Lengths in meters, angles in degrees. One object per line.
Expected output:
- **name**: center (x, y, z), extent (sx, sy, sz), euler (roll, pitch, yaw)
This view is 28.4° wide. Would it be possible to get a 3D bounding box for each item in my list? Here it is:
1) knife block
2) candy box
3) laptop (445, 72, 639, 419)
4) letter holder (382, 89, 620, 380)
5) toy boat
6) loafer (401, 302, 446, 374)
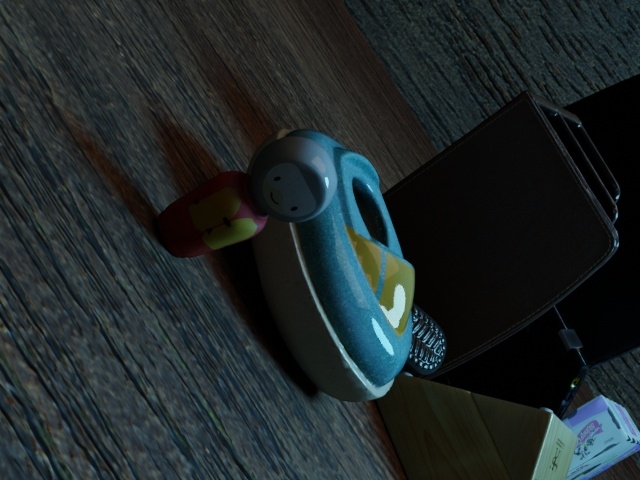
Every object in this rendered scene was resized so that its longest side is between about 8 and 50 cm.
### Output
- **knife block**: center (0.146, 0.274, 1.234), extent (0.275, 0.242, 0.088), euler (12, -19, 34)
- **candy box**: center (0.350, 0.289, 1.739), extent (0.070, 0.164, 0.196), euler (62, 13, 21)
- **laptop**: center (0.326, 0.050, 1.575), extent (0.236, 0.408, 0.382), euler (1, 43, -20)
- **letter holder**: center (0.190, 0.015, 1.421), extent (0.152, 0.302, 0.214), euler (10, 48, -58)
- **toy boat**: center (0.000, 0.000, 1.099), extent (0.318, 0.148, 0.268), euler (28, 42, -60)
- **loafer**: center (0.031, 0.066, 1.305), extent (0.220, 0.078, 0.080), euler (46, 56, -13)
